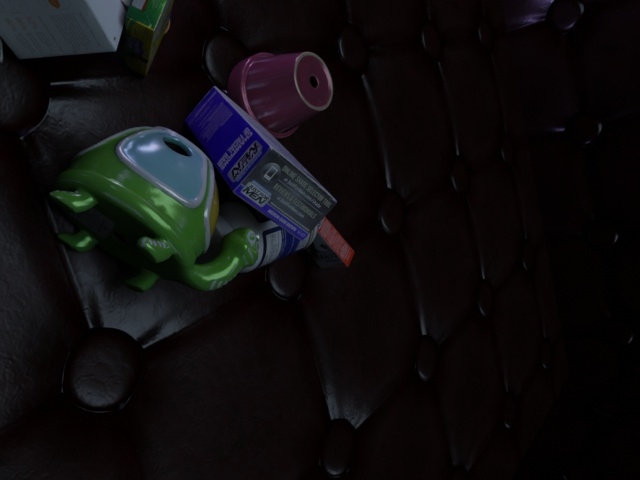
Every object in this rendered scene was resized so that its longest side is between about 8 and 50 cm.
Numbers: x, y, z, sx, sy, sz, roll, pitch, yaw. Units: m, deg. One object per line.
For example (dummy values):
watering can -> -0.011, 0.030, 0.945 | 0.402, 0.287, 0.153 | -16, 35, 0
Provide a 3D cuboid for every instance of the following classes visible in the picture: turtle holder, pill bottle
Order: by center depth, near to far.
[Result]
turtle holder -> -0.264, -0.055, 0.915 | 0.243, 0.320, 0.227 | 94, 20, -57
pill bottle -> -0.141, -0.020, 1.159 | 0.264, 0.153, 0.153 | -21, 102, -48

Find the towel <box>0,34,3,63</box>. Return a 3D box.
towel -> -0.605, -0.434, 0.743 | 0.324, 0.056, 0.312 | 3, 84, -48

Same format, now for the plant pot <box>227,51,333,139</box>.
plant pot -> -0.080, -0.339, 1.240 | 0.201, 0.180, 0.201 | 6, 81, -47

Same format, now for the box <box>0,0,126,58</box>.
box -> -0.409, -0.362, 0.834 | 0.130, 0.170, 0.091 | 76, 14, -61

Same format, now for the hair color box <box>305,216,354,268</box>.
hair color box -> 0.000, 0.000, 1.364 | 0.167, 0.093, 0.053 | 50, 52, -33

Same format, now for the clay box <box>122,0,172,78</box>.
clay box -> -0.307, -0.387, 0.973 | 0.053, 0.222, 0.127 | 22, 76, -19

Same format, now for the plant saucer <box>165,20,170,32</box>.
plant saucer -> -0.335, -0.449, 1.085 | 0.083, 0.013, 0.084 | 5, 83, -49

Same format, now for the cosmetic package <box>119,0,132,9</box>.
cosmetic package -> -0.386, -0.489, 0.926 | 0.151, 0.151, 0.184 | 36, 59, -40

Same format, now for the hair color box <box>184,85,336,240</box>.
hair color box -> -0.127, -0.158, 1.063 | 0.110, 0.339, 0.185 | -49, 130, 6
